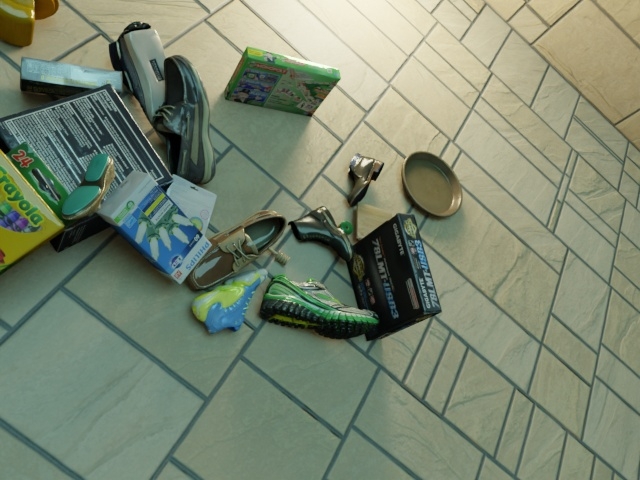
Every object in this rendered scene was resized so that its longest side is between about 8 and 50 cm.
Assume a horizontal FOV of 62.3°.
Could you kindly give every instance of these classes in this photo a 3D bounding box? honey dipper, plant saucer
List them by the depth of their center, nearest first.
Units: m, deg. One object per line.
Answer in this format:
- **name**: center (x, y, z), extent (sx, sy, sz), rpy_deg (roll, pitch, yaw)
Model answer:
- **honey dipper**: center (-0.161, 0.016, 1.548), extent (0.160, 0.030, 0.030), rpy_deg (36, 54, -4)
- **plant saucer**: center (0.411, -0.206, 1.976), extent (0.277, 0.041, 0.278), rpy_deg (13, 61, -24)

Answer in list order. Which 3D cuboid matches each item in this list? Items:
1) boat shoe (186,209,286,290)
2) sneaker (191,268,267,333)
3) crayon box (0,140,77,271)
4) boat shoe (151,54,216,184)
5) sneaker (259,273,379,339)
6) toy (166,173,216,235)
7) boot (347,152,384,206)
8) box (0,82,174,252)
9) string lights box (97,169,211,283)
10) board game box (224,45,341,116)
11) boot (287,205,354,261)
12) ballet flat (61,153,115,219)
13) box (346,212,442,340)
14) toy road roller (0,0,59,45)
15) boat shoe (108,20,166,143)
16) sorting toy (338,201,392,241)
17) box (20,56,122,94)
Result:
- **boat shoe**: center (-0.222, 0.016, 1.428), extent (0.324, 0.116, 0.123), rpy_deg (-43, 110, -27)
- **sneaker**: center (-0.226, 0.167, 1.413), extent (0.240, 0.091, 0.126), rpy_deg (-27, 100, -37)
- **crayon box**: center (-0.667, -0.040, 1.055), extent (0.318, 0.081, 0.202), rpy_deg (-41, 103, -19)
- **boat shoe**: center (-0.381, -0.323, 1.448), extent (0.130, 0.132, 0.356), rpy_deg (-19, 103, -40)
- **sneaker**: center (0.010, 0.178, 1.487), extent (0.343, 0.134, 0.146), rpy_deg (18, 56, -14)
- **toy**: center (-0.379, -0.041, 1.428), extent (0.136, 0.056, 0.237), rpy_deg (26, 62, -32)
- **boot**: center (0.122, -0.210, 1.807), extent (0.106, 0.082, 0.219), rpy_deg (30, 57, 12)
- **box**: center (-0.578, -0.178, 1.296), extent (0.294, 0.182, 0.296), rpy_deg (-34, 92, -36)
- **string lights box**: center (-0.390, -0.028, 1.267), extent (0.133, 0.076, 0.260), rpy_deg (-55, 136, -21)
- **board game box**: center (-0.123, -0.502, 1.706), extent (0.317, 0.213, 0.046), rpy_deg (5, 65, -29)
- **boot**: center (0.000, 0.000, 1.627), extent (0.137, 0.077, 0.198), rpy_deg (-24, 67, -31)
- **ballet flat**: center (-0.491, -0.103, 1.148), extent (0.073, 0.067, 0.206), rpy_deg (3, 47, 7)
- **box**: center (0.199, 0.113, 1.539), extent (0.073, 0.293, 0.296), rpy_deg (-2, 68, -30)
- **toy road roller**: center (-0.860, -0.655, 1.372), extent (0.329, 0.202, 0.241), rpy_deg (-3, 79, -33)
- **boat shoe**: center (-0.496, -0.438, 1.532), extent (0.127, 0.158, 0.341), rpy_deg (-27, 110, -41)
- **sorting toy**: center (0.178, -0.043, 1.757), extent (0.274, 0.046, 0.132), rpy_deg (16, 60, -22)
- **box**: center (-0.649, -0.413, 1.378), extent (0.231, 0.183, 0.056), rpy_deg (0, 96, -30)
